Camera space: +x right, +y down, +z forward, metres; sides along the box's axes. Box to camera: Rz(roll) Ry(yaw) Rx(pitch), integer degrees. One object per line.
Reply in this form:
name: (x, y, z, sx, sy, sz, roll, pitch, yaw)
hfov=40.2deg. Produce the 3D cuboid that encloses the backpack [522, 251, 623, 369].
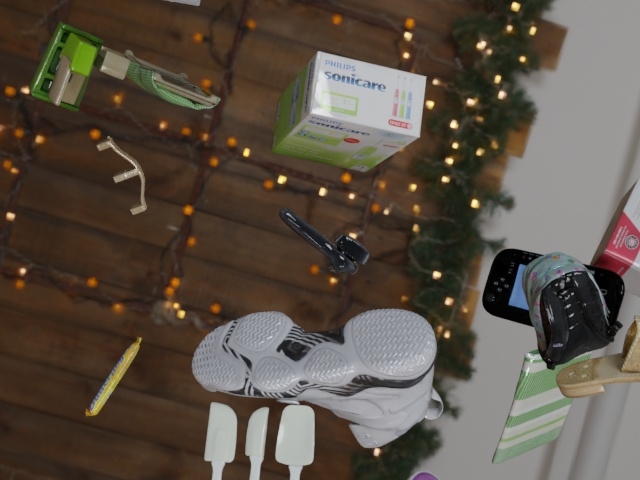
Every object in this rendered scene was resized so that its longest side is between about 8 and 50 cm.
backpack: (0.420, 0.113, 1.516, 0.182, 0.151, 0.115, 66, -5, -28)

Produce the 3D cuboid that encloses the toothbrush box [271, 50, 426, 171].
toothbrush box: (0.044, -0.231, 1.633, 0.283, 0.206, 0.122, 152, -54, -70)

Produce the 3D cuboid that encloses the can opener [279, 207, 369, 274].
can opener: (0.000, 0.000, 1.619, 0.073, 0.186, 0.059, -56, -174, -6)

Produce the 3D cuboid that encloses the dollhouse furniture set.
dollhouse furniture set: (-0.383, -0.286, 1.718, 0.197, 0.301, 0.151, 41, -71, 51)

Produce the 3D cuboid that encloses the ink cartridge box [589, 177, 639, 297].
ink cartridge box: (0.808, 0.034, 2.010, 0.226, 0.306, 0.131, -57, 171, -23)

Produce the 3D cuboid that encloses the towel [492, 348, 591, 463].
towel: (0.545, 0.385, 2.149, 0.038, 0.247, 0.325, 39, -51, 42)

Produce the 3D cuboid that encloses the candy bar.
candy bar: (-0.357, 0.237, 1.519, 0.162, 0.018, 0.040, -58, -163, -18)

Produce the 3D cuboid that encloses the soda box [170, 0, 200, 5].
soda box: (-0.162, -0.387, 1.032, 0.074, 0.069, 0.216, 116, -21, -62)

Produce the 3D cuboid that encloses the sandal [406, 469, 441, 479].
sandal: (0.229, 0.624, 1.703, 0.102, 0.169, 0.416, -43, -160, 35)

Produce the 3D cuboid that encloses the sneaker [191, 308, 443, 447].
sneaker: (0.003, 0.213, 1.292, 0.210, 0.365, 0.137, 68, 23, -44)

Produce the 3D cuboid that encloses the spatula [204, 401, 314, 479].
spatula: (-0.092, 0.353, 1.233, 0.019, 0.168, 0.242, 50, 42, -68)

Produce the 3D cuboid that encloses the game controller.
game controller: (0.522, 0.121, 1.981, 0.067, 0.319, 0.167, 9, 94, -53)

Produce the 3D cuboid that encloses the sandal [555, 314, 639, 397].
sandal: (0.423, 0.141, 1.172, 0.079, 0.240, 0.088, 62, 24, -15)

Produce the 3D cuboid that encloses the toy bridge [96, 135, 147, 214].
toy bridge: (-0.432, -0.150, 1.960, 0.026, 0.063, 0.188, -93, 162, -63)
